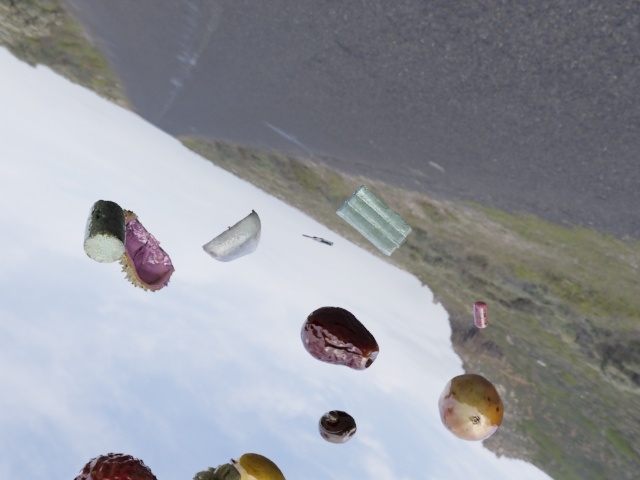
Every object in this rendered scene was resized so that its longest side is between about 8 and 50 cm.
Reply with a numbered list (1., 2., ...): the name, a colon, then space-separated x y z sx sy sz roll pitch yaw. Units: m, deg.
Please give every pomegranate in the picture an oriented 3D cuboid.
1. pomegranate: 0.427 0.477 1.583 0.191 0.191 0.191 30 -178 -1

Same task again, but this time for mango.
1. mango: -0.216 0.919 2.086 0.317 0.176 0.119 45 -168 -8

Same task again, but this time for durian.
1. durian: -0.649 0.057 1.923 0.112 0.191 0.341 -2 135 29

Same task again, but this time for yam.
1. yam: -0.598 -0.033 1.534 0.107 0.107 0.194 29 -157 -33

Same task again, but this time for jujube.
1. jujube: 0.062 0.314 1.747 0.255 0.190 0.190 30 -178 28

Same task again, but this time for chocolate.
1. chocolate: -0.247 0.003 1.629 0.100 0.185 0.303 57 173 2

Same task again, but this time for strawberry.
1. strawberry: -0.521 0.751 1.479 0.351 0.312 0.267 29 -153 14

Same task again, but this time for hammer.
1. hammer: 0.485 0.223 1.662 0.043 0.083 0.043 -9 -161 3

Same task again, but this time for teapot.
1. teapot: 0.046 0.497 1.488 0.129 0.098 0.078 14 127 54

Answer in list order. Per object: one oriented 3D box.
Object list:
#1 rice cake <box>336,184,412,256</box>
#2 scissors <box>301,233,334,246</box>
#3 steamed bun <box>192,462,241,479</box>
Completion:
1. rice cake: 0.160 -0.055 1.592 0.211 0.124 0.038 44 172 -13
2. scissors: 0.000 0.000 2.046 0.085 0.022 0.176 15 -178 -33
3. steamed bun: -0.333 0.818 1.820 0.177 0.106 0.192 6 -148 -44
